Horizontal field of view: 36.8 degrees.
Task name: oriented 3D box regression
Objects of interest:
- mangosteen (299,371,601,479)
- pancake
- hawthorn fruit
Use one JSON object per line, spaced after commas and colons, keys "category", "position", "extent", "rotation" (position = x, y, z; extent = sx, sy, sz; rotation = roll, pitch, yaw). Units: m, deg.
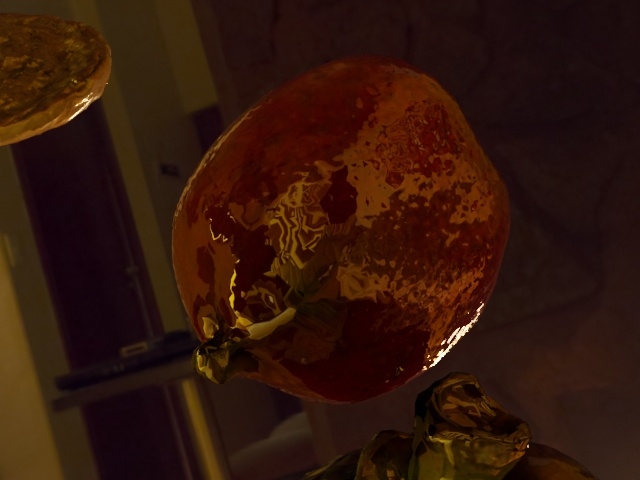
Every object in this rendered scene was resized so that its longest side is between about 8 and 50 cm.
{"category": "mangosteen", "position": [0.049, 0.177, 0.468], "extent": [0.231, 0.289, 0.231], "rotation": [-8, 33, 5]}
{"category": "pancake", "position": [-0.191, -0.098, 0.564], "extent": [0.139, 0.139, 0.022], "rotation": [-15, -44, -11]}
{"category": "hawthorn fruit", "position": [0.000, 0.000, 0.485], "extent": [0.188, 0.169, 0.169], "rotation": [-34, 5, -30]}
